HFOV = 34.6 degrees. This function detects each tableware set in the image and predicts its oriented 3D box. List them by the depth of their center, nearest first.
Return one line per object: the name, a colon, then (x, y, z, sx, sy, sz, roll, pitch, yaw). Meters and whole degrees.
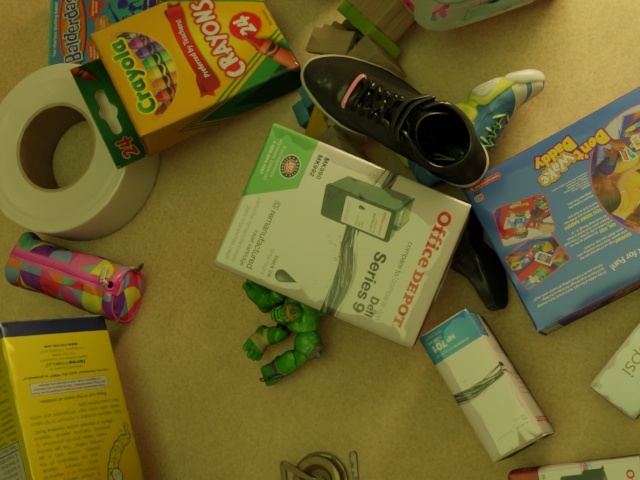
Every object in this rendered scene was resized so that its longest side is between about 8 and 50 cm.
tableware set: (0.001, 0.406, 1.489, 0.128, 0.039, 0.194, -12, 78, 18)

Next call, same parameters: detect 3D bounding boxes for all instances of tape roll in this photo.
tape roll: (-0.412, -0.143, 1.695, 0.286, 0.100, 0.286, -3, 81, 19)

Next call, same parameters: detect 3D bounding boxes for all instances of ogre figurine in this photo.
ogre figurine: (-0.052, 0.109, 1.531, 0.118, 0.097, 0.197, -13, 61, 36)

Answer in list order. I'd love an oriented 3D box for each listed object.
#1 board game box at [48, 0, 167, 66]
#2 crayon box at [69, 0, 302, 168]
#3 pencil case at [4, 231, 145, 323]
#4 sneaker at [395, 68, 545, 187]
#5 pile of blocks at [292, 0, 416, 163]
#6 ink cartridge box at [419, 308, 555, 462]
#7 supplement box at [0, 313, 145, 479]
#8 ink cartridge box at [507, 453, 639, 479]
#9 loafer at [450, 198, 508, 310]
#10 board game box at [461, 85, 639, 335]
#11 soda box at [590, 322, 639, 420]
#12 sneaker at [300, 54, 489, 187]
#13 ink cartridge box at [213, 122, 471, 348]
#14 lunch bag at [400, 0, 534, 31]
board game box: (-0.359, -0.361, 1.737, 0.210, 0.047, 0.160, -5, 80, 20)
crayon box: (-0.214, -0.267, 1.592, 0.318, 0.081, 0.202, -27, 73, -8)
pencil case: (-0.396, 0.059, 1.658, 0.236, 0.104, 0.104, 14, 87, 22)
sneaker: (0.227, -0.149, 1.477, 0.240, 0.091, 0.126, -25, 84, 23)
pile of blocks: (0.055, -0.242, 1.544, 0.149, 0.112, 0.362, 21, 85, 41)
ink cartridge box: (0.227, 0.195, 1.385, 0.082, 0.139, 0.191, -32, 72, 11)
supplement box: (-0.412, 0.314, 1.544, 0.194, 0.195, 0.356, -28, 72, 37)
ink cartridge box: (0.348, 0.356, 1.352, 0.175, 0.072, 0.127, -12, 77, 18)
loafer: (0.214, 0.028, 1.467, 0.061, 0.062, 0.170, -34, 67, 35)
board game box: (0.400, -0.053, 1.394, 0.347, 0.078, 0.233, -29, 73, 14)
soda box: (0.452, 0.131, 1.352, 0.074, 0.069, 0.216, 39, 97, 20)
sneaker: (0.098, -0.177, 1.373, 0.296, 0.147, 0.104, 33, 90, 8)
ink cartridge box: (0.035, -0.005, 1.388, 0.289, 0.121, 0.211, 22, 89, 7)
lunch bag: (0.224, -0.421, 1.443, 0.279, 0.108, 0.224, -24, 70, -17)
